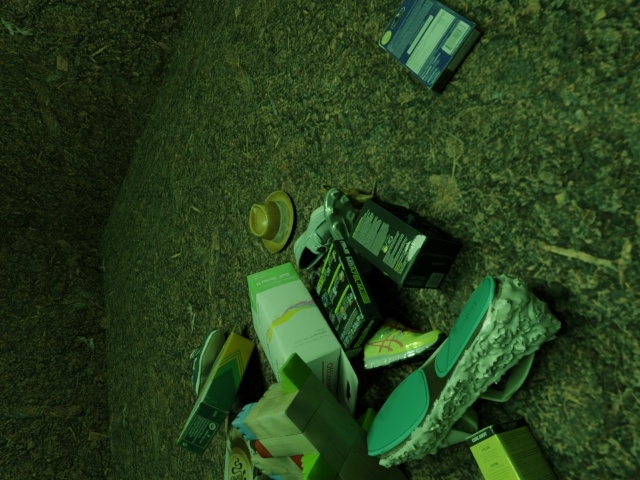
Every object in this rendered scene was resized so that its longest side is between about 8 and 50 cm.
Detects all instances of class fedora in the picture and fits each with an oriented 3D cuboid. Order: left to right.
[{"bbox_3d":[-0.154,-0.060,1.278,0.194,0.079,0.194,-15,70,51],"label":"fedora"}]

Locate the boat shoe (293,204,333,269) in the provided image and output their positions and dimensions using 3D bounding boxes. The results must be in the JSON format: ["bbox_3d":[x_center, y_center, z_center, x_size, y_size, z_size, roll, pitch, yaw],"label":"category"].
[{"bbox_3d":[-0.001,0.000,1.052,0.227,0.080,0.081,128,145,-49],"label":"boat shoe"}]

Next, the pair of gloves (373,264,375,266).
[{"bbox_3d":[0.132,0.011,0.947,0.083,0.010,0.074,-37,58,44],"label":"pair of gloves"}]

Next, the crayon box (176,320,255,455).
[{"bbox_3d":[-0.287,0.415,1.267,0.203,0.083,0.322,-59,9,27],"label":"crayon box"}]

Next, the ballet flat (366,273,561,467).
[{"bbox_3d":[0.220,0.239,0.690,0.408,0.147,0.147,-61,41,25],"label":"ballet flat"}]

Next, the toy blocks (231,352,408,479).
[{"bbox_3d":[-0.025,0.419,0.861,0.381,0.190,0.261,50,135,-7],"label":"toy blocks"}]

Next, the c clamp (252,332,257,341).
[{"bbox_3d":[-0.134,0.248,1.242,0.161,0.022,0.137,14,89,54],"label":"c clamp"}]

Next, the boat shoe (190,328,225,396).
[{"bbox_3d":[-0.387,0.405,1.481,0.079,0.095,0.254,28,115,40],"label":"boat shoe"}]

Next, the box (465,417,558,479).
[{"bbox_3d":[0.299,0.371,0.598,0.058,0.088,0.232,-52,47,36],"label":"box"}]

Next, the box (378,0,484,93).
[{"bbox_3d":[0.217,-0.418,0.901,0.136,0.037,0.225,-55,46,29],"label":"box"}]

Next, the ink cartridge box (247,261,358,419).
[{"bbox_3d":[-0.050,0.244,0.984,0.353,0.119,0.207,-126,27,-44],"label":"ink cartridge box"}]

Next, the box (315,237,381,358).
[{"bbox_3d":[0.050,0.124,0.899,0.190,0.045,0.184,107,151,-50],"label":"box"}]

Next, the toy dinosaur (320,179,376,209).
[{"bbox_3d":[0.081,-0.090,0.950,0.212,0.112,0.064,9,90,52],"label":"toy dinosaur"}]

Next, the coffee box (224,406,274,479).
[{"bbox_3d":[-0.158,0.595,1.118,0.168,0.119,0.296,-9,76,51],"label":"coffee box"}]

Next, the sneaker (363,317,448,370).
[{"bbox_3d":[0.149,0.189,0.833,0.209,0.082,0.094,-30,58,46],"label":"sneaker"}]

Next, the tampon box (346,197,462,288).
[{"bbox_3d":[0.154,0.005,0.821,0.161,0.121,0.101,41,114,43],"label":"tampon box"}]

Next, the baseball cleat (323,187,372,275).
[{"bbox_3d":[0.043,-0.014,0.959,0.109,0.072,0.205,6,118,65],"label":"baseball cleat"}]

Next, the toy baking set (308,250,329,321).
[{"bbox_3d":[0.026,0.149,1.041,0.197,0.030,0.255,1,84,53],"label":"toy baking set"}]
